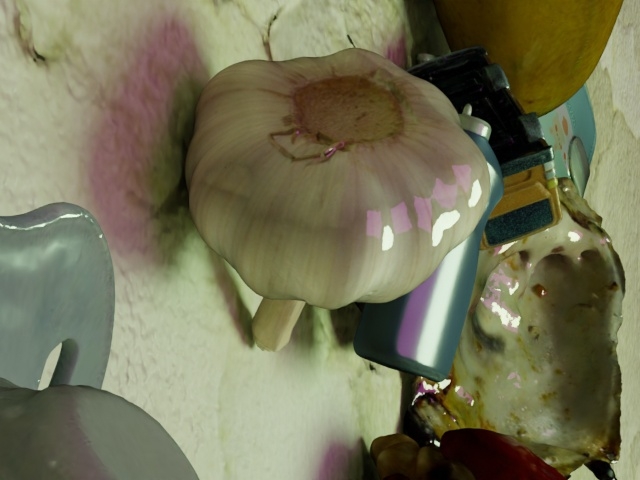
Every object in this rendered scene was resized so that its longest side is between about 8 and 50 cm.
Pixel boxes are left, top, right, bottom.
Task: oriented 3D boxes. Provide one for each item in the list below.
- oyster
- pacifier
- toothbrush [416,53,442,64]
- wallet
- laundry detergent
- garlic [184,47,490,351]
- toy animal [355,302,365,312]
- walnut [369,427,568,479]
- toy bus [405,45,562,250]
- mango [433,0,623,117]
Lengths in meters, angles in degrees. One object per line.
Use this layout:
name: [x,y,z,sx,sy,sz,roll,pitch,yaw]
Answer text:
oyster: [0.174,0.073,1.676,0.221,0.096,0.361,27,51,-28]
pacifier: [-0.133,0.092,0.743,0.279,0.207,0.227,21,85,-68]
toothbrush: [0.139,-0.167,1.766,0.276,0.019,0.025,-11,103,-69]
wallet: [0.237,-0.112,1.945,0.250,0.075,0.176,-65,143,-50]
laundry detergent: [0.086,-0.002,1.351,0.097,0.061,0.206,22,83,-50]
garlic: [0.000,0.000,1.187,0.199,0.199,0.226,-67,173,-50]
toy animal: [0.047,0.004,1.406,0.232,0.085,0.148,53,40,-62]
walnut: [0.129,0.254,1.448,0.269,0.222,0.244,58,2,-39]
toy bus: [0.138,-0.082,1.558,0.182,0.091,0.103,-114,-174,-52]
mango: [0.189,-0.295,1.643,0.264,0.221,0.378,-72,161,-65]
